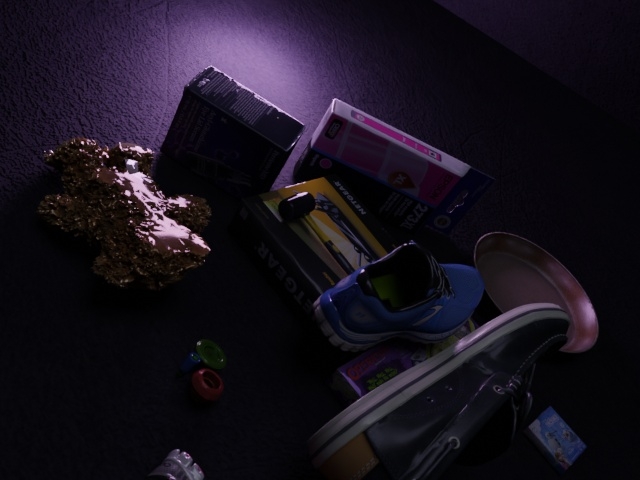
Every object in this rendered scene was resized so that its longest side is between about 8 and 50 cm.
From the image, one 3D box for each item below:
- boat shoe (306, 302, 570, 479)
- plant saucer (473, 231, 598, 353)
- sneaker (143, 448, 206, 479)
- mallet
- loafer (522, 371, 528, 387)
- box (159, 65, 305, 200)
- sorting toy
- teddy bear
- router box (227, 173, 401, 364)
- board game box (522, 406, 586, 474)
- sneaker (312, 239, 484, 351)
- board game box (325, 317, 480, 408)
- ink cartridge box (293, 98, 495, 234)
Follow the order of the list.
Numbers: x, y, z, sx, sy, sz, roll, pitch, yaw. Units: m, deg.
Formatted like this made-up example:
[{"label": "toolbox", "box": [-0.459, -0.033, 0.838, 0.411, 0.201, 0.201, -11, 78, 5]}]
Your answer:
[{"label": "boat shoe", "box": [0.207, 0.229, 0.934, 0.500, 0.186, 0.156, -20, 64, -39]}, {"label": "plant saucer", "box": [0.440, 0.114, 1.392, 0.311, 0.050, 0.310, 19, 40, -17]}, {"label": "sneaker", "box": [-0.144, 0.320, 0.751, 0.170, 0.063, 0.075, 45, 39, 21]}, {"label": "mallet", "box": [0.000, 0.000, 1.082, 0.062, 0.039, 0.189, -15, 63, -42]}, {"label": "loafer", "box": [0.318, 0.216, 1.131, 0.056, 0.050, 0.148, 23, 55, -8]}, {"label": "box", "box": [-0.157, -0.184, 1.195, 0.207, 0.153, 0.108, 31, 39, -3]}, {"label": "sorting toy", "box": [-0.164, 0.181, 0.906, 0.061, 0.042, 0.102, 34, 23, -25]}, {"label": "teddy bear", "box": [-0.295, -0.042, 1.006, 0.338, 0.113, 0.245, 42, 31, 21]}, {"label": "router box", "box": [0.026, 0.035, 1.154, 0.243, 0.081, 0.309, -21, 63, -45]}, {"label": "board game box", "box": [0.405, 0.343, 1.150, 0.090, 0.020, 0.090, -19, 61, -45]}, {"label": "sneaker", "box": [0.153, 0.081, 1.015, 0.330, 0.147, 0.129, -7, 59, -42]}, {"label": "board game box", "box": [0.189, 0.234, 1.092, 0.347, 0.056, 0.208, -20, 67, -46]}, {"label": "ink cartridge box", "box": [0.148, -0.125, 1.332, 0.371, 0.175, 0.069, 23, 40, -14]}]
